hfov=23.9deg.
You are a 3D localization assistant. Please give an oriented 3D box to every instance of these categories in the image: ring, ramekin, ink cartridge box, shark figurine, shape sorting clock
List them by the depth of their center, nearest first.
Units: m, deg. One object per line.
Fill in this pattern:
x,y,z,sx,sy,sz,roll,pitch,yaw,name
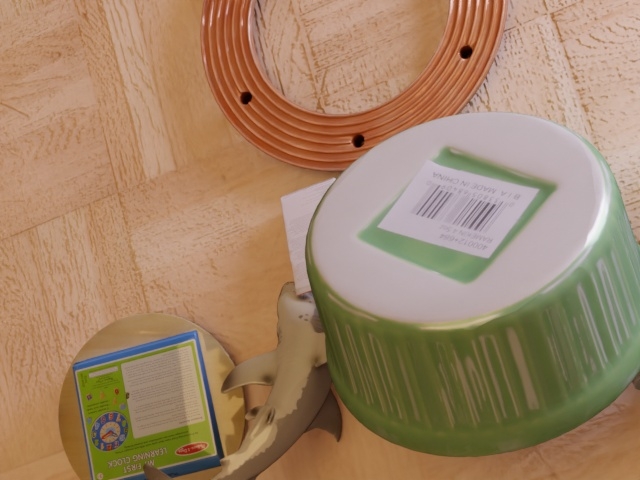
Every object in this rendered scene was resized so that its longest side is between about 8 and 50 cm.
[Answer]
0.132,0.025,1.318,0.304,0.148,0.303,-12,42,11,ramekin
-0.034,0.181,1.457,0.166,0.116,0.278,13,64,47,shark figurine
0.000,0.000,1.510,0.063,0.029,0.115,-20,60,18,ink cartridge box
-0.173,0.177,1.554,0.206,0.040,0.206,-3,79,17,shape sorting clock
0.032,-0.232,1.555,0.337,0.032,0.336,-5,78,23,ring

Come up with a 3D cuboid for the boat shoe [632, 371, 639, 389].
0.352,0.041,1.341,0.228,0.081,0.068,-40,64,4,boat shoe
